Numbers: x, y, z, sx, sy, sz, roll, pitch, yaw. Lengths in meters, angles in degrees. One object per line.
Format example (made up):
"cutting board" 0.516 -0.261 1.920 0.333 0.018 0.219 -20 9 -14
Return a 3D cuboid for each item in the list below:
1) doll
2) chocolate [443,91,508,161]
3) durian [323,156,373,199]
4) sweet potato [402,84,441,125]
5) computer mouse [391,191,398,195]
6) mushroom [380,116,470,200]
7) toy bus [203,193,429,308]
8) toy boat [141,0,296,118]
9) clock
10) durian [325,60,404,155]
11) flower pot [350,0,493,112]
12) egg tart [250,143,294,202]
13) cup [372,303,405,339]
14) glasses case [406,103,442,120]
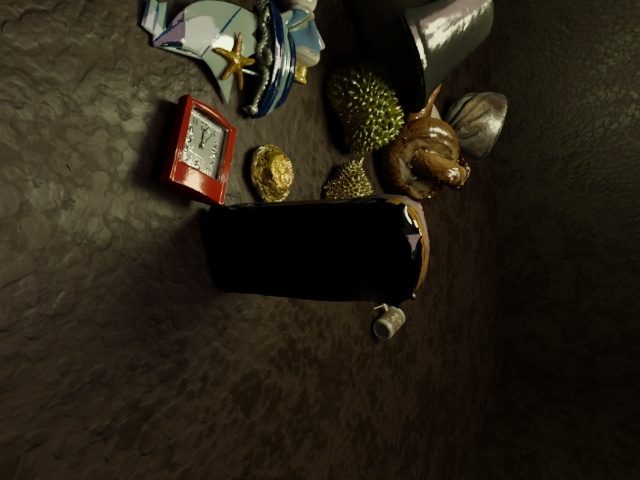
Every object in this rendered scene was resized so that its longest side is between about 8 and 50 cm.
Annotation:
"doll" -0.046 -0.464 0.854 0.135 0.098 0.242 0 90 -16
"chocolate" 0.658 -0.520 1.781 0.303 0.212 0.304 18 90 -89
"durian" 0.096 -0.147 1.072 0.146 0.102 0.208 50 48 -37
"sweet potato" 0.329 -0.441 1.363 0.072 0.066 0.315 29 84 -21
"computer mouse" 0.303 -0.147 1.411 0.181 0.056 0.089 -36 125 -50
"mushroom" 0.331 -0.249 1.277 0.264 0.282 0.195 -57 -178 23
"toy bus" 0.000 0.000 0.688 0.162 0.385 0.171 -31 117 -56
"toy boat" -0.173 -0.343 0.714 0.290 0.066 0.221 -1 107 -42
"clock" -0.205 -0.146 0.667 0.113 0.061 0.155 29 64 -52
"durian" 0.125 -0.352 1.051 0.200 0.176 0.237 -31 107 -73
"flower pot" 0.265 -0.548 1.025 0.380 0.250 0.379 60 1 -2
"egg tart" -0.094 -0.136 0.833 0.130 0.052 0.131 -6 97 -58
"cup" 0.214 0.250 1.273 0.099 0.074 0.102 -30 115 -51
"glasses case" 0.406 -0.435 1.524 0.321 0.082 0.122 38 66 -47
